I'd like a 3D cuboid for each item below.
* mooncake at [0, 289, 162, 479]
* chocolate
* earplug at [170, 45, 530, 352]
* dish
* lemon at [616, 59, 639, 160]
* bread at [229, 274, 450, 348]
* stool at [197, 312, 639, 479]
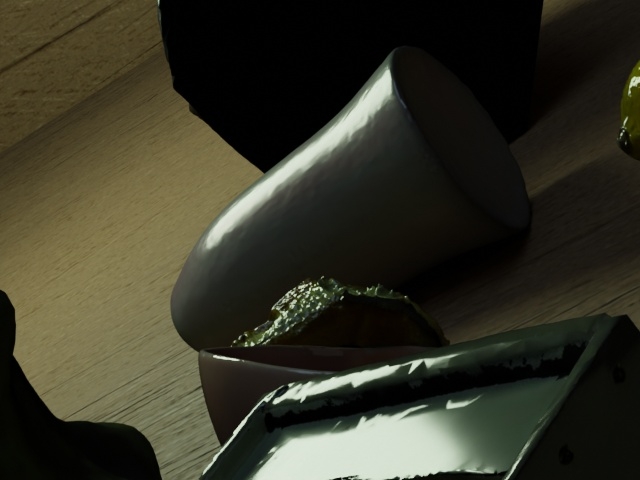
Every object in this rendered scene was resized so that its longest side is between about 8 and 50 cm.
[{"bbox_3d":[-0.276,0.175,1.085,0.351,0.351,0.187,-35,15,1],"label":"mooncake"},{"bbox_3d":[0.029,-0.224,1.682,0.383,0.384,0.331,-35,-1,3],"label":"chocolate"},{"bbox_3d":[0.000,0.000,1.379,0.301,0.172,0.172,-36,15,23],"label":"earplug"},{"bbox_3d":[0.034,0.111,0.989,0.213,0.090,0.213,2,0,0],"label":"dish"},{"bbox_3d":[0.262,-0.092,1.168,0.133,0.109,0.109,-28,16,-5],"label":"lemon"},{"bbox_3d":[0.014,0.088,1.125,0.140,0.128,0.069,-35,16,-2],"label":"bread"},{"bbox_3d":[0.031,0.190,0.741,0.243,0.170,0.270,-18,24,48],"label":"stool"}]
